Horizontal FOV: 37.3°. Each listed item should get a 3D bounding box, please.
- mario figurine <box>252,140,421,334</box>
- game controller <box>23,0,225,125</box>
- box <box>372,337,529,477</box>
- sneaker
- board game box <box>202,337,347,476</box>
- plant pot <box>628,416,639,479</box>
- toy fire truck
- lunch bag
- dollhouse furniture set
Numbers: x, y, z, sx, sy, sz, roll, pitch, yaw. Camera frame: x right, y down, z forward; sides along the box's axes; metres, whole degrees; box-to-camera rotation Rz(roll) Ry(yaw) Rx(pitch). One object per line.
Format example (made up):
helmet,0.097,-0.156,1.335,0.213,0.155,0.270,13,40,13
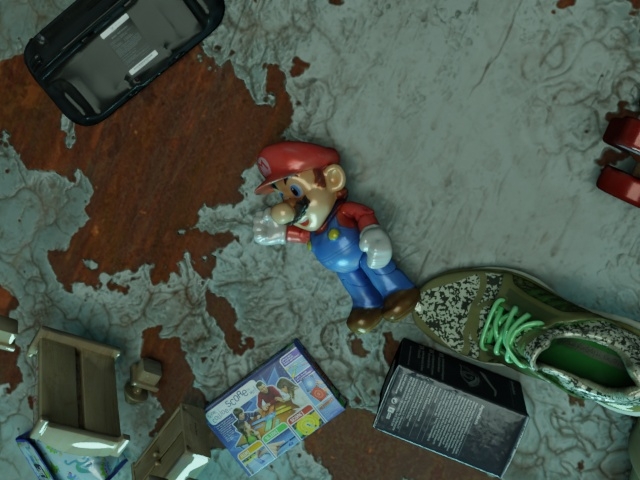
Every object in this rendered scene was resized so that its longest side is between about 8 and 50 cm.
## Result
mario figurine,0.000,0.000,1.414,0.198,0.170,0.321,-34,95,14
game controller,-0.304,-0.319,1.464,0.319,0.067,0.166,-36,107,12
box,0.197,0.249,1.434,0.207,0.153,0.108,22,102,4
sneaker,0.305,0.133,1.351,0.410,0.182,0.158,15,93,28
board game box,-0.077,0.271,1.536,0.201,0.035,0.136,-37,93,12
plant pot,0.543,0.391,1.385,0.263,0.263,0.229,20,121,4
toy fire truck,0.526,-0.088,1.280,0.302,0.254,0.169,26,102,3
lunch bag,-0.422,0.357,1.573,0.151,0.096,0.129,-25,98,25
dollhouse furniture set,-0.362,0.314,1.426,0.355,0.303,0.174,22,118,-29
